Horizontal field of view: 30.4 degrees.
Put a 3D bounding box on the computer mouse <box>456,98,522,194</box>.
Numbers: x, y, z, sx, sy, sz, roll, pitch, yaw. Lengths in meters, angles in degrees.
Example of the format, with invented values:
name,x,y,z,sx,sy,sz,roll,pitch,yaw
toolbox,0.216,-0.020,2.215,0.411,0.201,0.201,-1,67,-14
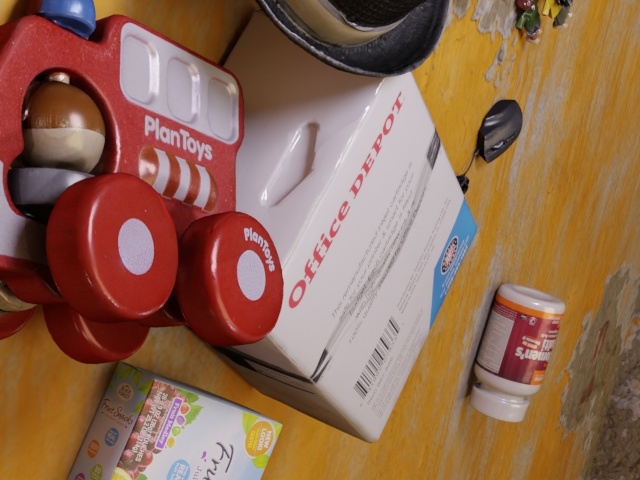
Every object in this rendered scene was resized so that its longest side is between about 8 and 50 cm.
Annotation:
name,x,y,z,sx,sy,sz,roll,pitch,yaw
computer mouse,0.237,-0.120,1.714,0.242,0.041,0.071,-53,151,-29

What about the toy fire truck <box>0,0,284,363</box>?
name,x,y,z,sx,sy,sz,roll,pitch,yaw
toy fire truck,-0.159,-0.050,0.867,0.302,0.169,0.254,21,64,-55

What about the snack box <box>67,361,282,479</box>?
name,x,y,z,sx,sy,sz,roll,pitch,yaw
snack box,-0.151,0.240,1.118,0.174,0.070,0.207,29,83,-42

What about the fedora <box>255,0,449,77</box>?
name,x,y,z,sx,sy,sz,roll,pitch,yaw
fedora,0.056,-0.306,0.942,0.334,0.152,0.334,13,72,-44

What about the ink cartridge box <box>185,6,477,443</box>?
name,x,y,z,sx,sy,sz,roll,pitch,yaw
ink cartridge box,0.000,0.000,1.187,0.286,0.166,0.395,-63,154,-15

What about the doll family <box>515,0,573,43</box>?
name,x,y,z,sx,sy,sz,roll,pitch,yaw
doll family,0.345,-0.380,1.708,0.193,0.076,0.111,-66,150,-18

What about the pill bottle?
name,x,y,z,sx,sy,sz,roll,pitch,yaw
pill bottle,0.338,0.196,2.051,0.121,0.121,0.221,-4,112,-62
